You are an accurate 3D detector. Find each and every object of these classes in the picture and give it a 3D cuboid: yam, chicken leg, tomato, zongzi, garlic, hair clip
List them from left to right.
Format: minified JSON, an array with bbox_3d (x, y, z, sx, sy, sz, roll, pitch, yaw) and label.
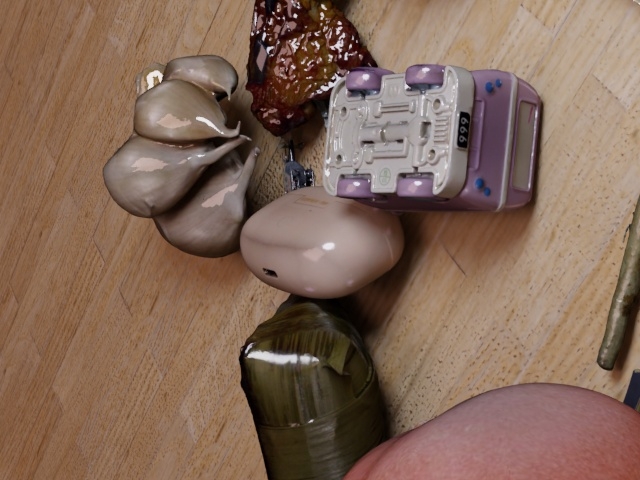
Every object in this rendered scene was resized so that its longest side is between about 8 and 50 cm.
[{"bbox_3d":[-0.151,-0.108,1.657,0.237,0.210,0.292,-56,26,12],"label":"garlic"},{"bbox_3d":[-0.012,-0.179,1.595,0.115,0.039,0.030,56,132,38],"label":"hair clip"},{"bbox_3d":[-0.001,-0.269,1.534,0.177,0.083,0.322,20,103,27],"label":"chicken leg"},{"bbox_3d":[0.004,0.188,1.491,0.300,0.138,0.286,-88,-12,-72],"label":"zongzi"},{"bbox_3d":[0.141,0.261,1.076,0.341,0.341,0.272,-28,75,49],"label":"tomato"},{"bbox_3d":[0.279,0.003,1.183,0.029,0.027,0.234,17,100,17],"label":"yam"}]

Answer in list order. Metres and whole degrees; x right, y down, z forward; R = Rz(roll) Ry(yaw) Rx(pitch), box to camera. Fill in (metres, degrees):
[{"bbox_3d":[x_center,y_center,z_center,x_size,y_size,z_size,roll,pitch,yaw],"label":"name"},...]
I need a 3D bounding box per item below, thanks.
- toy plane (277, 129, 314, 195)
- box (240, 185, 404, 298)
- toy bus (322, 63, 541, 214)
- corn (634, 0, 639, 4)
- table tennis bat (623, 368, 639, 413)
[{"bbox_3d":[-0.033,-0.081,1.618,0.049,0.031,0.120,-19,74,60],"label":"toy plane"},{"bbox_3d":[0.000,0.000,1.470,0.200,0.146,0.088,14,129,52],"label":"box"},{"bbox_3d":[0.106,-0.097,1.334,0.202,0.142,0.142,3,88,53],"label":"toy bus"},{"bbox_3d":[0.300,-0.262,1.127,0.123,0.122,0.305,-45,48,4],"label":"corn"},{"bbox_3d":[0.263,0.189,1.195,0.095,0.014,0.158,37,117,50],"label":"table tennis bat"}]
